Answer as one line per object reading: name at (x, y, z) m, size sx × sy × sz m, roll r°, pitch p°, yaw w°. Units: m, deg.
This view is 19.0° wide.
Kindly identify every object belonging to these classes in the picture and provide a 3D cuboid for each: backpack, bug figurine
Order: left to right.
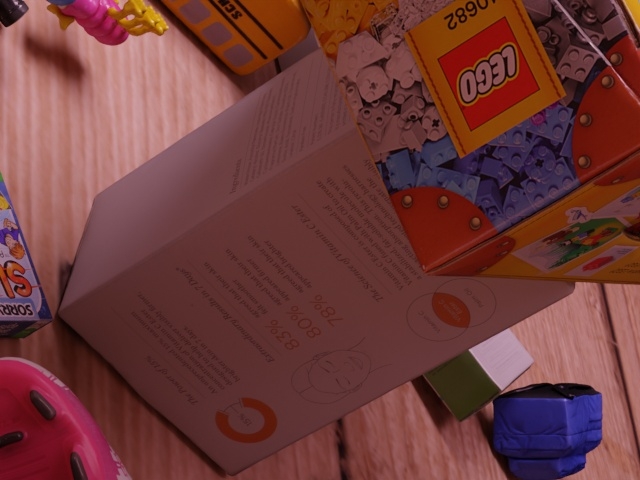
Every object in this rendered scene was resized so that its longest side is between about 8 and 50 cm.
bug figurine at (-0.237, -0.261, 1.622) m, size 0.216 × 0.072 × 0.279 m, roll 41°, pitch 14°, yaw -51°
backpack at (0.240, 0.198, 2.012) m, size 0.120 × 0.098 × 0.101 m, roll -9°, pitch 101°, yaw -61°

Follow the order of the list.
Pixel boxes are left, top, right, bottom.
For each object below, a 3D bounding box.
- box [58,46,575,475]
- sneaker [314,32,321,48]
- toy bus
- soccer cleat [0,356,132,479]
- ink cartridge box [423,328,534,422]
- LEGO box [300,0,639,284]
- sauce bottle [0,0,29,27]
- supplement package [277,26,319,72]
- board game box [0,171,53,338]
box at (0.000, 0.000, 1.510) m, size 0.215 × 0.345 × 0.168 m, roll 47°, pitch 28°, yaw -25°
sneaker at (0.028, -0.252, 1.864) m, size 0.131 × 0.111 × 0.297 m, roll 79°, pitch 7°, yaw -61°
toy bus at (-0.135, -0.315, 1.821) m, size 0.332 × 0.130 × 0.108 m, roll 43°, pitch 33°, yaw -30°
soccer cleat at (-0.151, 0.232, 1.316) m, size 0.331 × 0.116 × 0.143 m, roll 64°, pitch 11°, yaw 1°
ink cartridge box at (0.117, 0.072, 1.940) m, size 0.209 × 0.062 × 0.109 m, roll 53°, pitch 27°, yaw 5°
LEGO box at (0.190, -0.171, 1.410) m, size 0.500 × 0.193 × 0.373 m, roll 5°, pitch 58°, yaw -59°
sauce bottle at (-0.290, -0.233, 1.576) m, size 0.128 × 0.042 × 0.042 m, roll 50°, pitch 29°, yaw -20°
supplement package at (0.059, -0.217, 2.036) m, size 0.194 × 0.149 × 0.203 m, roll 22°, pitch 46°, yaw -51°
board game box at (-0.287, 0.003, 1.361) m, size 0.201 × 0.035 × 0.136 m, roll 3°, pitch 61°, yaw -59°
